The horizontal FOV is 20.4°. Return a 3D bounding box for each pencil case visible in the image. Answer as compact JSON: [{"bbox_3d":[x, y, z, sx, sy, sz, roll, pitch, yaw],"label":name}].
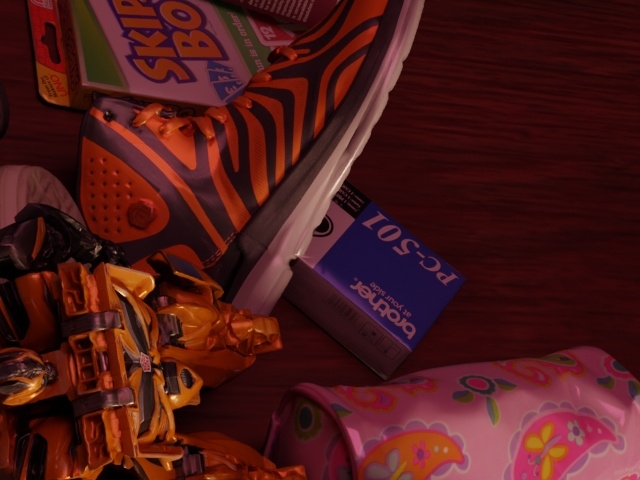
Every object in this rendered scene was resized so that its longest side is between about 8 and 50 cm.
[{"bbox_3d":[0.098,0.141,1.215,0.284,0.124,0.124,-6,59,-35],"label":"pencil case"}]

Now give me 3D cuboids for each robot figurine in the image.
[{"bbox_3d":[-0.098,0.087,1.010,0.291,0.085,0.211,29,47,-69],"label":"robot figurine"}]

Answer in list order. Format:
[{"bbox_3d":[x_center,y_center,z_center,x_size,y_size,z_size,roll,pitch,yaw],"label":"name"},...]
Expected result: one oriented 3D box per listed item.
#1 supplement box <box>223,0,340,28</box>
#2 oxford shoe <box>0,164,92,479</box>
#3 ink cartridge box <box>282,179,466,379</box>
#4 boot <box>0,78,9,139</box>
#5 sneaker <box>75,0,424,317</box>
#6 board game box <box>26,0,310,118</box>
[{"bbox_3d":[-0.040,-0.238,1.424,0.188,0.080,0.104,16,30,-15],"label":"supplement box"},{"bbox_3d":[-0.188,0.169,1.013,0.169,0.130,0.449,52,25,-61],"label":"oxford shoe"},{"bbox_3d":[0.000,0.000,1.313,0.207,0.046,0.097,40,45,1],"label":"ink cartridge box"},{"bbox_3d":[-0.349,-0.127,1.163,0.229,0.091,0.263,-25,74,-43],"label":"boot"},{"bbox_3d":[-0.062,-0.085,1.213,0.180,0.124,0.321,29,78,-2],"label":"sneaker"},{"bbox_3d":[-0.097,-0.142,1.376,0.259,0.039,0.124,5,52,-26],"label":"board game box"}]
